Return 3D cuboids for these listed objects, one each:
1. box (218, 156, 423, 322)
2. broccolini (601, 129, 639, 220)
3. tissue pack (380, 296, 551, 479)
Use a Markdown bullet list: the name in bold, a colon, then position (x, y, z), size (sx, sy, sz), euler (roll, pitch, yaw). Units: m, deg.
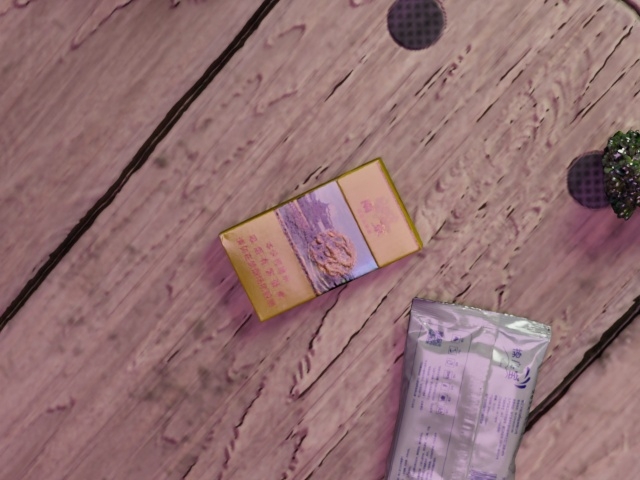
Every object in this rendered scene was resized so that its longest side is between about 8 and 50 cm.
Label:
- **box**: position (0.000, 0.000, 1.509), size (0.155, 0.023, 0.087), euler (-25, 94, 12)
- **broccolini**: position (0.414, -0.093, 1.401), size (0.392, 0.074, 0.079), euler (-16, 105, 13)
- **tissue pack**: position (0.120, 0.150, 1.518), size (0.122, 0.026, 0.193), euler (12, 103, 5)
